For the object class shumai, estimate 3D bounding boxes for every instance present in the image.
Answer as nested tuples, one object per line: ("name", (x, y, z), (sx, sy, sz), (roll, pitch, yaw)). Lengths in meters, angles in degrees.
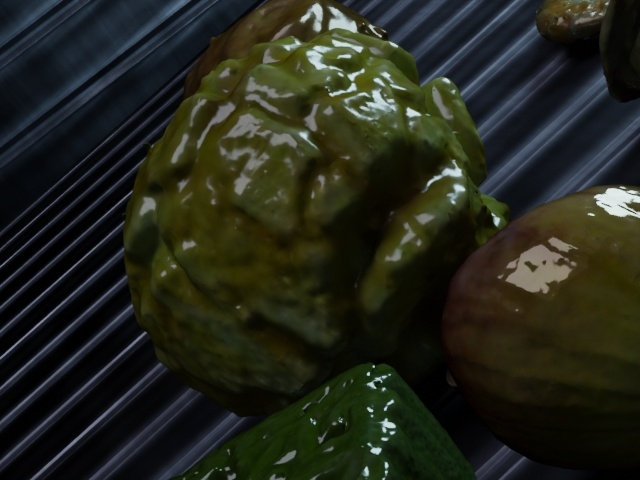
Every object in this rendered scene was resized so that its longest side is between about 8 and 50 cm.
("shumai", (0.282, -0.170, 1.197), (0.201, 0.120, 0.201), (-45, -29, -33))

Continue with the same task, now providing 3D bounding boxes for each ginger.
("ginger", (-0.023, -0.124, 1.620), (0.223, 0.200, 0.269), (-41, 16, 6))

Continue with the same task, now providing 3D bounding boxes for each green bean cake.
("green bean cake", (-0.034, 0.192, 0.917), (0.248, 0.125, 0.222), (-36, 16, 16))

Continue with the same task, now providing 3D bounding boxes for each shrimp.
("shrimp", (0.240, -0.212, 1.559), (0.101, 0.042, 0.190), (-19, 17, 2))

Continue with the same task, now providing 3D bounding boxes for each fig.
("fig", (0.165, 0.039, 0.839), (0.160, 0.143, 0.230), (-13, -2, -32))

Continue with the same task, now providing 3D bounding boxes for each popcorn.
("popcorn", (-0.009, 0.000, 1.180), (0.282, 0.247, 0.282), (-48, -2, -2))

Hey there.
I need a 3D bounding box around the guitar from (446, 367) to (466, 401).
("guitar", (0.188, 0.023, 1.020), (0.271, 0.038, 0.084), (-34, 17, 31))
